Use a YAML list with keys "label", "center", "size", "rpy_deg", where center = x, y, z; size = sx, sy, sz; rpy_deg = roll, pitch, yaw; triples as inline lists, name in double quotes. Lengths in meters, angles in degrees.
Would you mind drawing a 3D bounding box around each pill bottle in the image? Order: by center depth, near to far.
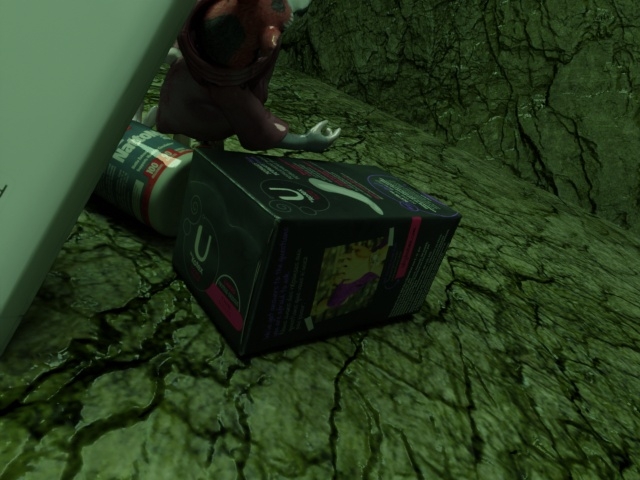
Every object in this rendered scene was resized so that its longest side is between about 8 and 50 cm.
- label: "pill bottle"
  center: [-0.229, -0.089, 0.575]
  size: [0.180, 0.108, 0.108]
  rpy_deg: [27, 24, 17]

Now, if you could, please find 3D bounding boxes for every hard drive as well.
- label: "hard drive"
  center: [-0.257, -0.125, 0.339]
  size: [0.233, 0.353, 0.047]
  rpy_deg: [25, -7, 1]

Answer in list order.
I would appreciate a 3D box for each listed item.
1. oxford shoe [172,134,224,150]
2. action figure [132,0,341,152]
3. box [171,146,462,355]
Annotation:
- label: "oxford shoe"
  center: [-0.195, -0.141, 0.727]
  size: [0.096, 0.098, 0.271]
  rpy_deg: [8, 26, -26]
- label: "action figure"
  center: [-0.108, -0.227, 0.516]
  size: [0.275, 0.248, 0.370]
  rpy_deg: [0, 11, -11]
- label: "box"
  center: [0.000, 0.000, 0.519]
  size: [0.270, 0.143, 0.165]
  rpy_deg: [-2, 30, -41]
